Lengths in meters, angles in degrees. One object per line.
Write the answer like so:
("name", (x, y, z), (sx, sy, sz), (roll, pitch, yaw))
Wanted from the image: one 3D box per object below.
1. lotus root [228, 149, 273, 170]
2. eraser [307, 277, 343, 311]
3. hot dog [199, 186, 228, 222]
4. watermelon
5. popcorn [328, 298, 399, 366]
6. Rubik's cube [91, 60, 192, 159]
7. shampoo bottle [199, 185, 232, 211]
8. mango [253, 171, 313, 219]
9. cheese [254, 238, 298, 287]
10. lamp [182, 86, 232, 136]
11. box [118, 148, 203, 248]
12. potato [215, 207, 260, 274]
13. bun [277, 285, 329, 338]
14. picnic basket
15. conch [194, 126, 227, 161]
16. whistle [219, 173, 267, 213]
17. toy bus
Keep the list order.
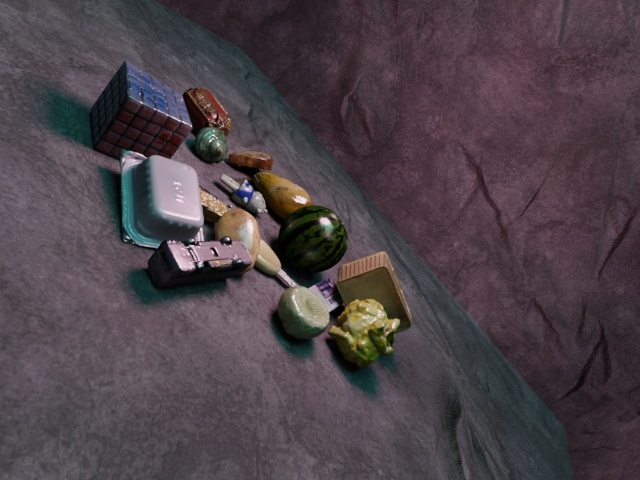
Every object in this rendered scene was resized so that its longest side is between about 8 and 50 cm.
("lotus root", (-0.317, -0.388, 2.100), (0.170, 0.074, 0.260), (17, 15, 10))
("eraser", (0.012, 0.230, 1.716), (0.124, 0.068, 0.210), (54, 23, 8))
("hot dog", (-0.441, -0.139, 1.526), (0.242, 0.073, 0.084), (35, 28, -26))
("watermelon", (-0.028, -0.008, 1.793), (0.285, 0.285, 0.285), (38, 23, -20))
("popcorn", (0.158, 0.339, 1.592), (0.255, 0.195, 0.256), (8, 60, 7))
("Rubik's cube", (-0.611, -0.414, 1.471), (0.237, 0.238, 0.237), (24, 31, -45))
("shampoo bottle", (-0.429, -0.160, 1.598), (0.207, 0.063, 0.057), (35, 25, -25))
("mango", (-0.180, -0.208, 2.026), (0.329, 0.175, 0.176), (35, -10, 29))
("cheese", (-0.176, 0.101, 1.621), (0.251, 0.054, 0.127), (43, 25, -9))
("lamp", (-0.538, -0.590, 2.020), (0.274, 0.177, 0.177), (50, 22, 15))
("box", (-0.466, -0.135, 1.328), (0.264, 0.106, 0.337), (13, 49, -44))
("potato", (-0.281, 0.002, 1.498), (0.161, 0.128, 0.235), (-21, 72, -28))
("bun", (-0.065, 0.252, 1.472), (0.195, 0.118, 0.195), (33, 30, -22))
("picnic basket", (0.220, 0.232, 1.772), (0.175, 0.228, 0.313), (-73, 140, -70))
("conch", (-0.471, -0.415, 1.893), (0.188, 0.122, 0.176), (-96, 162, -51))
("whistle", (-0.319, -0.196, 1.820), (0.244, 0.092, 0.110), (41, 27, -17))
("toy bus", (-0.344, 0.066, 1.271), (0.112, 0.138, 0.317), (59, 24, 17))
